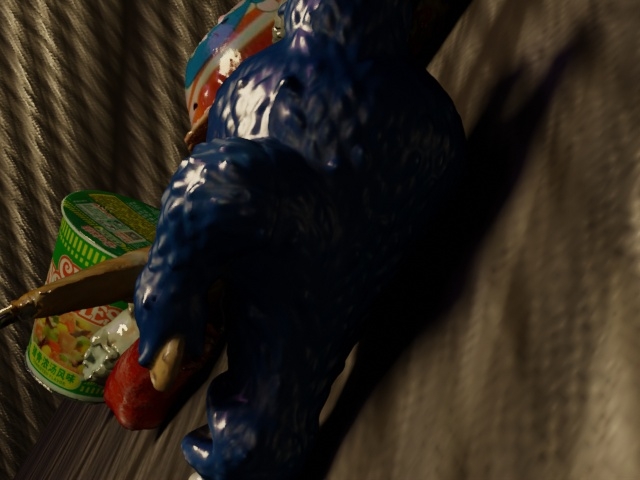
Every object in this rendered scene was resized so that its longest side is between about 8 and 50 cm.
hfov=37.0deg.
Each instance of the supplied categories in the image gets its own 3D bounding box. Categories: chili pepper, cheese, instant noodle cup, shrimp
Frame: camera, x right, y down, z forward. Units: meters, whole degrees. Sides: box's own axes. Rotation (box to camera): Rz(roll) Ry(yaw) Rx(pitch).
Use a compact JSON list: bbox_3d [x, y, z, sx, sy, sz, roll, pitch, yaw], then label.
[{"bbox_3d":[-0.143,0.116,0.834,0.123,0.071,0.073,-48,31,34],"label":"chili pepper"},{"bbox_3d":[-0.026,-0.174,0.956,0.217,0.129,0.329,-42,1,40],"label":"cheese"},{"bbox_3d":[-0.279,0.083,1.265,0.207,0.207,0.232,-90,25,-70],"label":"instant noodle cup"},{"bbox_3d":[-0.160,0.063,0.849,0.185,0.068,0.287,-32,-13,-3],"label":"shrimp"}]

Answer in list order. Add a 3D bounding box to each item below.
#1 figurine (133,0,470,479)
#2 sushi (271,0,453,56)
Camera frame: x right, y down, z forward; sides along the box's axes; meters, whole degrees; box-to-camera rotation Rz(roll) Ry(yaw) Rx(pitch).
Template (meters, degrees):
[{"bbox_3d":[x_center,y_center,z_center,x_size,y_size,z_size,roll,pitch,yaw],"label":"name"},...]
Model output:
[{"bbox_3d":[-0.001,-0.006,0.433,0.164,0.121,0.262,-8,-71,-72],"label":"figurine"},{"bbox_3d":[0.052,-0.216,0.723,0.212,0.115,0.147,-63,14,3],"label":"sushi"}]
